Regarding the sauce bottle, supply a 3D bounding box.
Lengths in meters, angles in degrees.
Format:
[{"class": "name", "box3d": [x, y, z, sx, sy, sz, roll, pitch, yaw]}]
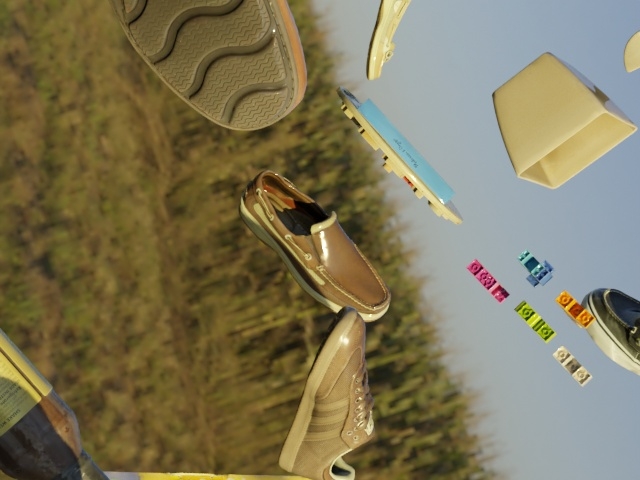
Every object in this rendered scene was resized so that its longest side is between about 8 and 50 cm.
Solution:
[{"class": "sauce bottle", "box3d": [-0.358, 0.194, 1.530, 0.344, 0.111, 0.111, 51, 2, -6]}]

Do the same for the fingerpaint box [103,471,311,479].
[{"class": "fingerpaint box", "box3d": [-0.194, 0.533, 1.934, 0.163, 0.445, 0.371, -36, -124, 44]}]

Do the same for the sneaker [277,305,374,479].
[{"class": "sneaker", "box3d": [0.020, 0.136, 1.150, 0.066, 0.071, 0.188, -66, 176, -51]}]

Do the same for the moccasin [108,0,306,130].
[{"class": "moccasin", "box3d": [-0.136, -0.259, 1.074, 0.380, 0.139, 0.147, 51, 19, -9]}]

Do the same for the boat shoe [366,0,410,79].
[{"class": "boat shoe", "box3d": [0.105, -0.316, 2.036, 0.056, 0.048, 0.153, 166, -62, -85]}]

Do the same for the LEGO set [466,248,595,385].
[{"class": "LEGO set", "box3d": [0.314, 0.097, 1.817, 0.227, 0.087, 0.093, 48, 4, 26]}]

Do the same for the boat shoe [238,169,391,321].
[{"class": "boat shoe", "box3d": [-0.005, 0.004, 1.810, 0.257, 0.095, 0.095, 39, -37, 8]}]

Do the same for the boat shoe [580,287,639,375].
[{"class": "boat shoe", "box3d": [0.554, 0.163, 2.115, 0.335, 0.121, 0.119, 43, -42, 34]}]

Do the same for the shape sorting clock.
[{"class": "shape sorting clock", "box3d": [0.088, -0.094, 1.509, 0.206, 0.040, 0.206, 47, 5, -5]}]

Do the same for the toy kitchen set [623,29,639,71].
[{"class": "toy kitchen set", "box3d": [0.494, -0.221, 1.593, 0.122, 0.207, 0.166, -37, 100, -46]}]

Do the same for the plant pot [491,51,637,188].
[{"class": "plant pot", "box3d": [0.238, -0.127, 1.360, 0.109, 0.109, 0.096, 11, 46, -59]}]
